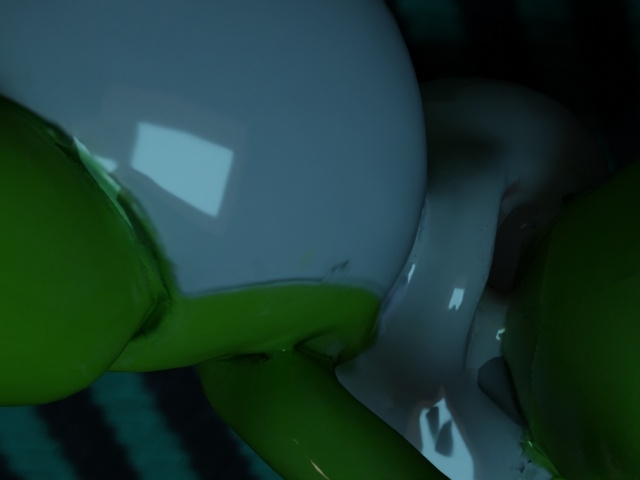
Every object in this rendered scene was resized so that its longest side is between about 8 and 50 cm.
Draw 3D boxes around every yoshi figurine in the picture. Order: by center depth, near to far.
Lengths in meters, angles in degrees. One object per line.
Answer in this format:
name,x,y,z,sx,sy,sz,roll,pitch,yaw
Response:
yoshi figurine,0.022,-0.012,0.414,0.203,0.203,0.362,-51,136,11
